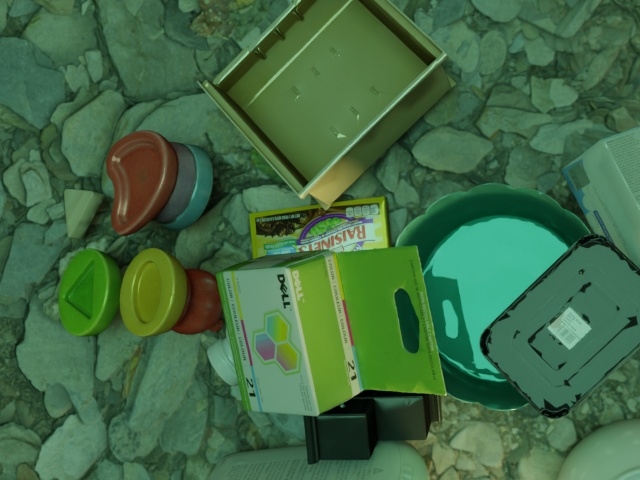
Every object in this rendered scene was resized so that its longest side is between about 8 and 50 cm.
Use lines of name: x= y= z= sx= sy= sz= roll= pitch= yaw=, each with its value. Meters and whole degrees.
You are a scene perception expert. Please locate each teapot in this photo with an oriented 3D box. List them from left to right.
teapot: x=0.402 y=0.333 z=0.978 sx=0.252 sy=0.187 sz=0.256 roll=-17 pitch=80 yaw=12

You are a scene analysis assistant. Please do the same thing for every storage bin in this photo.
storage bin: x=0.005 y=-0.226 z=1.149 sx=0.262 sy=0.123 sz=0.260 roll=-44 pitch=70 yaw=7
storage bin: x=0.273 y=0.092 z=0.896 sx=0.180 sy=0.084 sz=0.122 roll=-45 pitch=78 yaw=6

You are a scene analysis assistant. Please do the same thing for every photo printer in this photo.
photo printer: x=-0.009 y=0.353 z=1.051 sx=0.307 sy=0.256 sz=0.107 roll=-10 pitch=102 yaw=13

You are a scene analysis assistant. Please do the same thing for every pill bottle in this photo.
pill bottle: x=-0.074 y=0.131 z=1.164 sx=0.169 sy=0.094 sz=0.094 roll=-36 pitch=78 yaw=9

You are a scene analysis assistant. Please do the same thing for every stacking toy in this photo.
stacking toy: x=-0.259 y=0.011 z=1.229 sx=0.279 sy=0.130 sz=0.309 roll=-19 pitch=67 yaw=39

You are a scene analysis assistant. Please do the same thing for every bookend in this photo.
bookend: x=0.072 y=0.231 z=1.081 sx=0.156 sy=0.157 sz=0.072 roll=-4 pitch=98 yaw=15

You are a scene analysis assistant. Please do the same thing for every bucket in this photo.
bucket: x=0.229 y=0.070 z=1.047 sx=0.281 sy=0.183 sz=0.281 roll=-1 pitch=85 yaw=14

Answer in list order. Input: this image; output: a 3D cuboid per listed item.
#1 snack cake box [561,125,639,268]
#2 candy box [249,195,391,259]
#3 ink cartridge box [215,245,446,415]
snack cake box: x=0.441 y=-0.073 z=0.985 sx=0.264 sy=0.089 sz=0.152 roll=-19 pitch=77 yaw=-23
candy box: x=0.000 y=0.000 z=1.192 sx=0.206 sy=0.027 sz=0.105 roll=-7 pitch=86 yaw=14
ink cartridge box: x=0.007 y=0.109 z=0.993 sx=0.255 sy=0.097 sz=0.189 roll=-7 pitch=97 yaw=43
